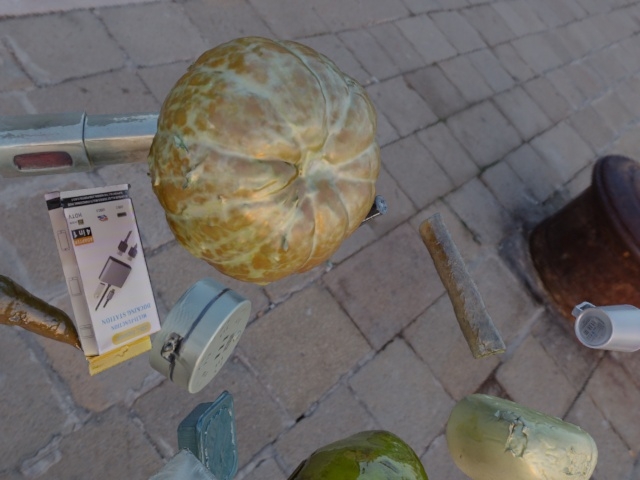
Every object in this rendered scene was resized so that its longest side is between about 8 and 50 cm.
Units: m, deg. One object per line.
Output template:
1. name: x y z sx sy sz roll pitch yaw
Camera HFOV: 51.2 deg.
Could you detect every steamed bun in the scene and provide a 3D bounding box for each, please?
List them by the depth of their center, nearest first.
1. steamed bun: 0.370 0.397 1.244 0.272 0.232 0.166 21 87 -40

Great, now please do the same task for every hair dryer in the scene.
1. hair dryer: 0.000 0.000 1.163 0.075 0.195 0.219 59 40 -12

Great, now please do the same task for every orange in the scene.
1. orange: -0.064 -0.105 0.899 0.329 0.249 0.330 -9 107 -30

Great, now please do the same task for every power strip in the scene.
1. power strip: -0.368 0.294 2.050 0.161 0.358 0.357 30 41 10

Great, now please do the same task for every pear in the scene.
1. pear: 0.046 0.426 0.942 0.269 0.269 0.321 37 59 -10

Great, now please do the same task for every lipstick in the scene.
1. lipstick: -0.354 -0.149 1.007 0.252 0.079 0.078 -5 51 -8

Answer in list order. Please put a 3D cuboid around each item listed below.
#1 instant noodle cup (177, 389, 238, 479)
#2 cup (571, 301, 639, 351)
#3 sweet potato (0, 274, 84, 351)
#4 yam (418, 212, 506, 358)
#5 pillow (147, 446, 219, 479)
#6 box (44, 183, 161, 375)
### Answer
1. instant noodle cup: -0.219 0.394 1.279 0.157 0.070 0.179 -34 123 -73
2. cup: 0.438 0.127 1.035 0.116 0.074 0.104 7 26 -40
3. sweet potato: -0.399 0.074 0.813 0.273 0.067 0.067 35 39 -42
4. yam: 0.270 0.086 1.300 0.066 0.066 0.300 -7 68 -42
5. pillow: -0.247 0.430 0.999 0.229 0.051 0.128 -40 76 -12
6. box: -0.290 0.047 0.920 0.129 0.033 0.248 -21 100 -61
